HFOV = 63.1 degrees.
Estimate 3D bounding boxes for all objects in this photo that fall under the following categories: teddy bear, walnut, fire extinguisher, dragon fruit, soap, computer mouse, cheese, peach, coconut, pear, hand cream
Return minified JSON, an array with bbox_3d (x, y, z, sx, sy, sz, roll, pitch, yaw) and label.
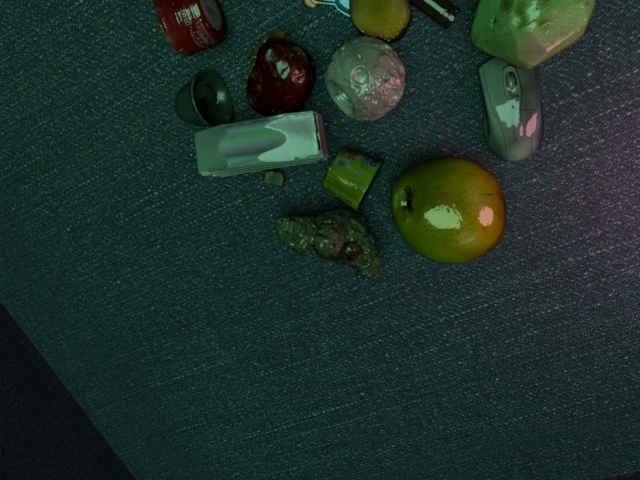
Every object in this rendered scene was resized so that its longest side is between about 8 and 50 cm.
[{"bbox_3d":[0.000,0.000,1.871,0.367,0.225,0.357,-5,158,36],"label":"teddy bear"},{"bbox_3d":[-0.147,-0.528,1.697,0.243,0.222,0.269,39,124,4],"label":"walnut"},{"bbox_3d":[0.309,-0.766,1.602,0.267,0.072,0.089,34,119,-6],"label":"fire extinguisher"},{"bbox_3d":[-0.174,-0.235,1.907,0.083,0.060,0.056,6,109,-23],"label":"dragon fruit"},{"bbox_3d":[-0.193,-0.315,1.739,0.445,0.261,0.156,-5,93,17],"label":"soap"},{"bbox_3d":[0.618,-0.428,1.673,0.188,0.122,0.371,-11,107,12],"label":"computer mouse"},{"bbox_3d":[0.063,-0.772,1.659,0.255,0.037,0.106,11,113,6],"label":"cheese"},{"bbox_3d":[0.179,-0.728,1.594,0.188,0.068,0.279,-5,149,13],"label":"peach"},{"bbox_3d":[0.589,-0.650,1.492,0.328,0.281,0.329,2,98,12],"label":"coconut"},{"bbox_3d":[0.423,-0.102,1.708,0.417,0.362,0.363,10,117,-28],"label":"pear"},{"bbox_3d":[-0.409,-0.715,1.656,0.149,0.230,0.231,-13,110,15],"label":"hand cream"}]

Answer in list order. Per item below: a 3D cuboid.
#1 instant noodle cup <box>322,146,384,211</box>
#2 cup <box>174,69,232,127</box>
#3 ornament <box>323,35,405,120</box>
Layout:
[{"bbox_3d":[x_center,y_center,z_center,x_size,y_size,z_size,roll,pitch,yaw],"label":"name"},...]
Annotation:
[{"bbox_3d":[0.107,-0.218,1.800,0.152,0.205,0.205,28,114,4],"label":"instant noodle cup"},{"bbox_3d":[-0.424,-0.469,1.799,0.149,0.199,0.199,-7,112,31],"label":"cup"},{"bbox_3d":[0.147,-0.509,1.637,0.225,0.259,0.259,-41,103,-8],"label":"ornament"}]
